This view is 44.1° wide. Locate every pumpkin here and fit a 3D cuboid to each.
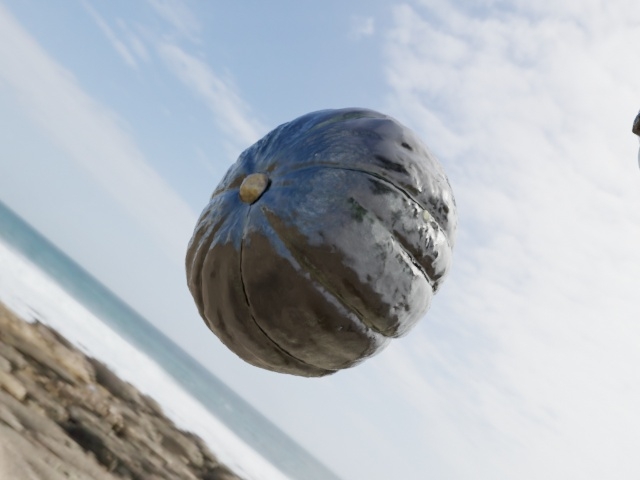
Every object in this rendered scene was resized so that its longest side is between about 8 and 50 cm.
[{"bbox_3d":[0.000,0.000,0.616,0.162,0.220,0.220,38,-10,-31],"label":"pumpkin"}]

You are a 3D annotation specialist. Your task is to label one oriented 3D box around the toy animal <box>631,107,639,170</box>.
[{"bbox_3d":[0.675,-0.170,1.414,0.212,0.212,0.266,42,32,-13],"label":"toy animal"}]
